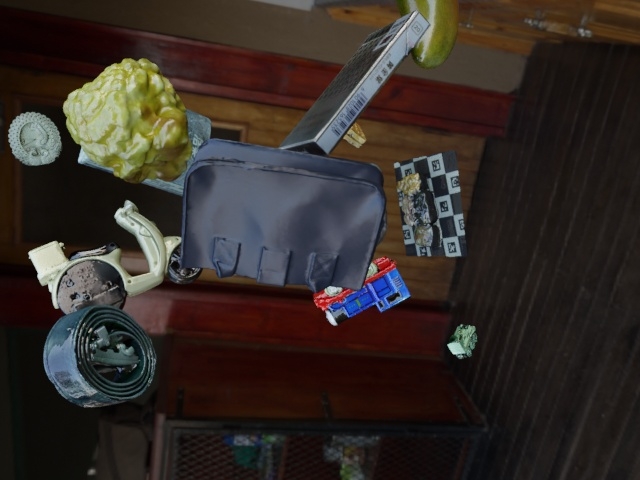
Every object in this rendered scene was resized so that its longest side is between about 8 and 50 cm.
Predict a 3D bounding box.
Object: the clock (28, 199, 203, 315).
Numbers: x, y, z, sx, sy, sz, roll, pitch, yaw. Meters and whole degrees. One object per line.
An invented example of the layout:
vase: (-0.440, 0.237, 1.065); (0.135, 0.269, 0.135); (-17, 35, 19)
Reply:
clock: (-0.519, 0.053, 1.565); (0.276, 0.379, 0.120); (58, 154, 5)

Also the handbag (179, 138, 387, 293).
handbag: (-0.067, -0.025, 1.033); (0.118, 0.326, 0.269); (-89, 11, -57)

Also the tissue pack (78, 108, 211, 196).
tissue pack: (-0.450, -0.264, 1.582); (0.103, 0.316, 0.227); (-15, 65, 47)

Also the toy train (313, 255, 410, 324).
toy train: (0.093, 0.119, 1.390); (0.131, 0.204, 0.083); (61, -179, -6)

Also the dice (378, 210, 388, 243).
dice: (0.074, -0.067, 1.760); (0.182, 0.183, 0.181); (-20, 60, 42)

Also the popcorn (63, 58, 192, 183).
popcorn: (-0.337, -0.207, 1.133); (0.206, 0.251, 0.237); (-46, 30, -9)

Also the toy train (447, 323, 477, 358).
toy train: (0.293, 0.203, 1.240); (0.033, 0.053, 0.083); (-15, 26, 39)

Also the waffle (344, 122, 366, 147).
waffle: (0.081, -0.333, 1.808); (0.042, 0.102, 0.148); (-50, 21, 18)

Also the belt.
belt: (-0.467, 0.255, 1.312); (0.267, 0.116, 0.206); (41, -143, -53)

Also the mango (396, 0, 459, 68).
mango: (0.231, -0.501, 1.301); (0.146, 0.129, 0.288); (10, -109, -66)

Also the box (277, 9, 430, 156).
box: (0.058, -0.284, 1.138); (0.324, 0.047, 0.180); (-53, 21, -14)

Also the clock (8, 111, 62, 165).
clock: (-0.446, -0.159, 0.944); (0.010, 0.074, 0.083); (17, 120, 61)

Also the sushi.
sushi: (0.209, -0.067, 1.260); (0.192, 0.051, 0.215); (-3, 97, 58)
